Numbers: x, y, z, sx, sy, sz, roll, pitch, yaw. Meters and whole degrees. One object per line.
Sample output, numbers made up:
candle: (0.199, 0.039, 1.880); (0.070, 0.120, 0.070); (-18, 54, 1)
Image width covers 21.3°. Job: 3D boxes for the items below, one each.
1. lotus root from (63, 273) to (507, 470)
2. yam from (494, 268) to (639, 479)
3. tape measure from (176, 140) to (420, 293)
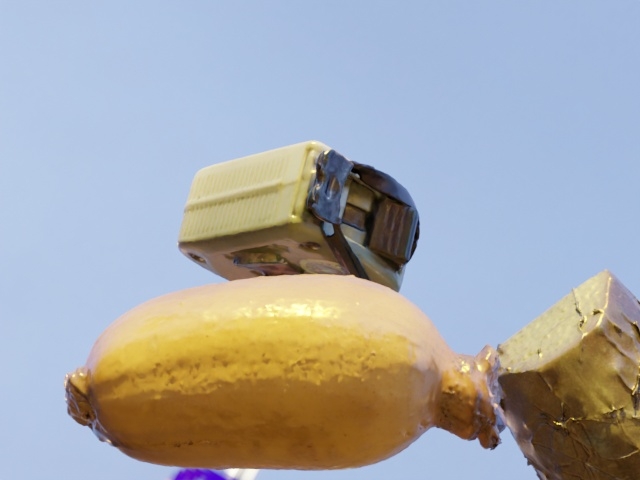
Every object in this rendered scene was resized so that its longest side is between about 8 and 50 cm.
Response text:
lotus root: (-0.026, 0.088, 1.151); (0.303, 0.146, 0.130); (-1, -89, 6)
yam: (0.300, 0.179, 1.664); (0.271, 0.202, 0.201); (54, -4, 14)
tape measure: (0.000, 0.000, 1.573); (0.207, 0.115, 0.235); (29, -24, -33)
